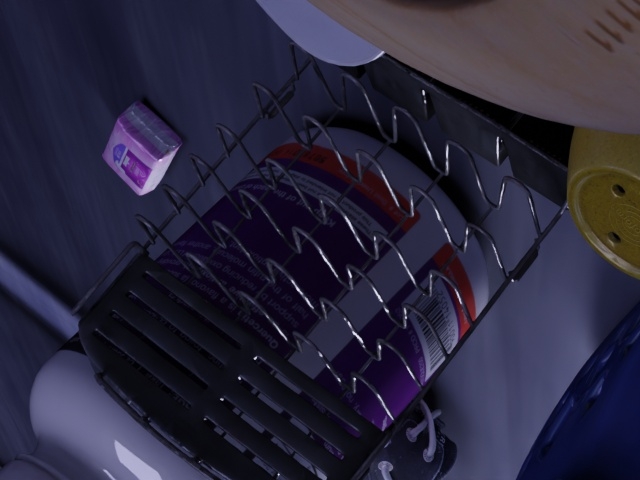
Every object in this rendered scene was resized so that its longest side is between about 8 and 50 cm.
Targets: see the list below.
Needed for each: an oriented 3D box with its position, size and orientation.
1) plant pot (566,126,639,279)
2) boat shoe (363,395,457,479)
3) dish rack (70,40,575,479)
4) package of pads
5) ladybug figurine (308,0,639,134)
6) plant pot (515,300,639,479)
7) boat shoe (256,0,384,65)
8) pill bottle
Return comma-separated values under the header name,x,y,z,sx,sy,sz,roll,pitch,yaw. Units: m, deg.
name,x,y,z,sx,sy,sz,roll,pitch,yaw
plant pot,0.166,-0.036,0.622,0.134,0.095,0.134,35,152,22
boat shoe,0.056,0.162,1.082,0.102,0.108,0.301,-6,118,18
dish rack,0.000,0.000,0.738,0.208,0.271,0.074,34,167,22
package of pads,-0.143,-0.073,1.097,0.050,0.032,0.083,46,154,1
ladybug figurine,0.018,-0.233,0.473,0.449,0.162,0.305,44,153,1
plant pot,0.210,0.172,0.730,0.236,0.212,0.236,39,153,11
boat shoe,-0.041,-0.205,0.690,0.095,0.084,0.258,-22,114,38
pill bottle,-0.052,0.086,0.860,0.181,0.323,0.181,35,152,22
